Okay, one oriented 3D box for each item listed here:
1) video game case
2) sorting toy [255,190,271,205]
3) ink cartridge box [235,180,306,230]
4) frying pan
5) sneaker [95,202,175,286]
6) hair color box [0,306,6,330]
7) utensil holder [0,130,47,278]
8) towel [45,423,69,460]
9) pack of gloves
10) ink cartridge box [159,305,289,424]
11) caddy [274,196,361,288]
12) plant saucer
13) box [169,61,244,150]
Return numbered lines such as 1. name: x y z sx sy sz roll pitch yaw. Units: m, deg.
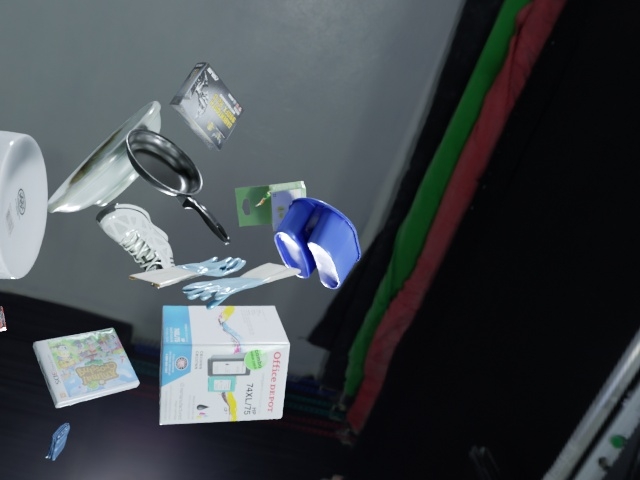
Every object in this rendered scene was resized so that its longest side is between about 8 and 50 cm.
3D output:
1. video game case: -0.606 0.322 1.523 0.193 0.212 0.023 52 -52 29
2. sorting toy: -0.159 -0.116 1.656 0.062 0.012 0.083 -47 -173 -4
3. ink cartridge box: -0.168 -0.112 2.035 0.056 0.235 0.171 -110 -165 -50
4. frying pan: -0.305 -0.125 1.318 0.053 0.326 0.197 -42 -173 22
5. sneaker: -0.708 0.028 2.377 0.257 0.169 0.447 56 2 27
6. hair color box: -1.061 0.257 1.824 0.043 0.141 0.072 -42 -117 59
7. utensil holder: -0.799 -0.084 1.189 0.327 0.385 0.327 -176 -90 -81
8. towel: -0.786 0.601 1.758 0.119 0.029 0.067 -62 180 33
9. pack of gloves: -0.182 0.077 1.040 0.195 0.232 0.046 9 -77 35
10. ink cartridge box: -0.226 0.276 1.342 0.197 0.270 0.198 -128 -138 -66
11. caddy: 0.000 0.000 1.890 0.179 0.241 0.341 -60 155 -26
12. plant saucer: -0.545 -0.199 1.553 0.400 0.100 0.400 -34 -153 20
13. box: -0.370 -0.441 1.946 0.056 0.231 0.183 11 -117 35
